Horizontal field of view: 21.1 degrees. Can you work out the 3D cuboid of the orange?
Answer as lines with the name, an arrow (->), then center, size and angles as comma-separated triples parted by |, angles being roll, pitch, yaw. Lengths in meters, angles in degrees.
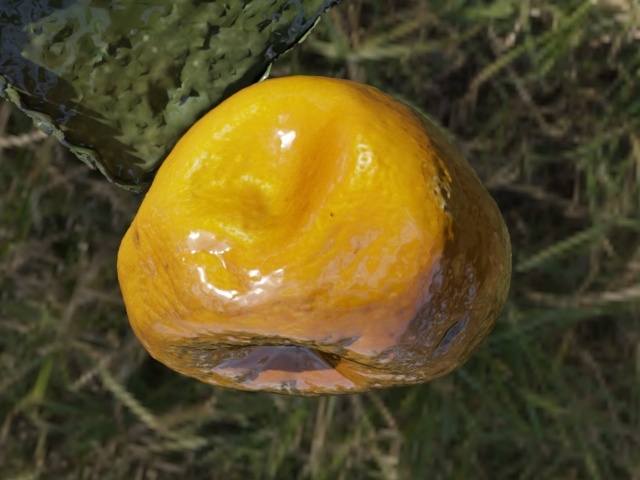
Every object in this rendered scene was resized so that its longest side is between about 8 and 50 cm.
orange -> 0.000, 0.000, 1.088 | 0.249, 0.183, 0.249 | 6, 163, 2

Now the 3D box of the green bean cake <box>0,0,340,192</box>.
green bean cake -> -0.125, -0.192, 1.113 | 0.255, 0.132, 0.241 | -47, 124, 5
